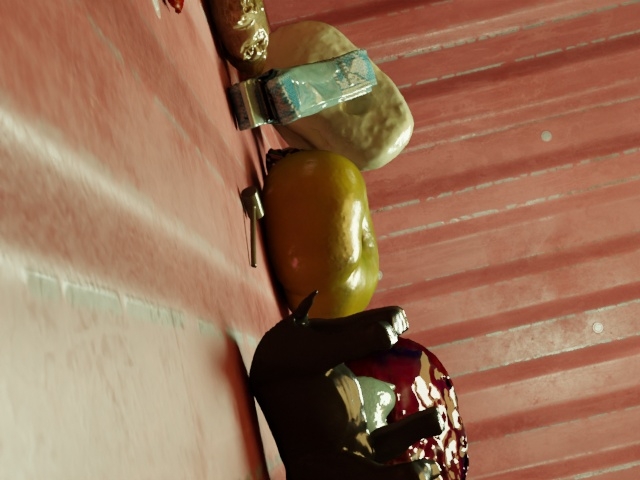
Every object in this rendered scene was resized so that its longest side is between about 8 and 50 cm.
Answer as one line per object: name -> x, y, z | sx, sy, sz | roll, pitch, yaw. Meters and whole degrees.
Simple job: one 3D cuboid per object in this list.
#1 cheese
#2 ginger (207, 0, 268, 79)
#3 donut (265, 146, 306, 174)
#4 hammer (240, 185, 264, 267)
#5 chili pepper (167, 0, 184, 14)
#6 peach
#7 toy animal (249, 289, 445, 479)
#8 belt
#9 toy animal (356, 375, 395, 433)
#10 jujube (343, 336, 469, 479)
cheese -> 0.013, -0.224, 1.492 | 0.248, 0.173, 0.251 | 44, -5, -35
ginger -> -0.106, -0.292, 1.199 | 0.137, 0.074, 0.213 | -100, -178, -64
donut -> -0.021, -0.036, 1.526 | 0.230, 0.096, 0.216 | 76, 2, -49
hammer -> -0.072, -0.011, 1.040 | 0.110, 0.019, 0.035 | -98, 175, -46
chili pepper -> -0.127, -0.231, 0.759 | 0.178, 0.027, 0.045 | 77, 0, -65
peach -> 0.000, 0.000, 1.304 | 0.251, 0.153, 0.251 | -7, 90, -73
toy animal -> 0.026, 0.164, 0.781 | 0.114, 0.146, 0.245 | 16, 56, -66
belt -> -0.017, -0.208, 1.292 | 0.302, 0.087, 0.072 | -31, 112, -56
toy animal -> 0.064, 0.355, 1.698 | 0.108, 0.138, 0.236 | -42, -156, 48
jujube -> 0.167, 0.379, 1.970 | 0.258, 0.258, 0.376 | 62, 16, -83
